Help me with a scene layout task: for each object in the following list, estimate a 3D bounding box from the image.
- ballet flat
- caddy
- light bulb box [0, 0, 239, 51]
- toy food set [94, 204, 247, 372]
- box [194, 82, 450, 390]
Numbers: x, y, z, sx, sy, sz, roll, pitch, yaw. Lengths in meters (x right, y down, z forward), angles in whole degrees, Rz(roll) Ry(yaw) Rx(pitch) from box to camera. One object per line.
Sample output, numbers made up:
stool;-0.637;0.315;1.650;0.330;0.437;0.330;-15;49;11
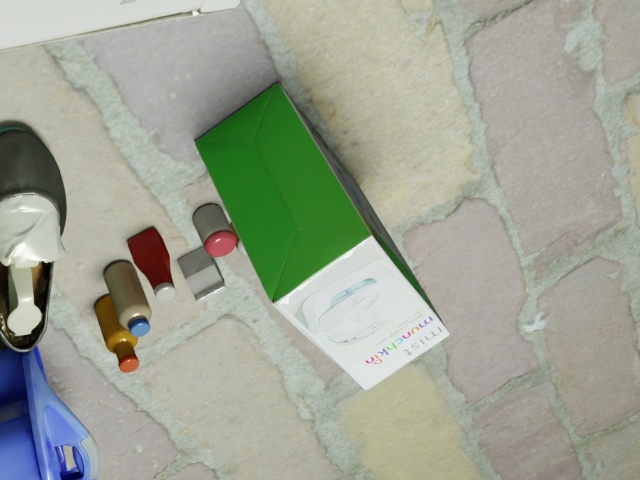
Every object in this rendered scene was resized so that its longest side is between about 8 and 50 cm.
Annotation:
ballet flat;-0.315;0.013;1.112;0.095;0.096;0.280;-9;136;-22
caddy;-0.358;0.277;1.254;0.179;0.241;0.341;-12;138;-13
light bulb box;-0.269;-0.278;0.576;0.358;0.361;0.225;-20;141;-31
toy food set;-0.166;0.051;1.230;0.232;0.104;0.111;-27;140;-2
box;0.000;0.000;1.153;0.127;0.262;0.231;-35;139;7
